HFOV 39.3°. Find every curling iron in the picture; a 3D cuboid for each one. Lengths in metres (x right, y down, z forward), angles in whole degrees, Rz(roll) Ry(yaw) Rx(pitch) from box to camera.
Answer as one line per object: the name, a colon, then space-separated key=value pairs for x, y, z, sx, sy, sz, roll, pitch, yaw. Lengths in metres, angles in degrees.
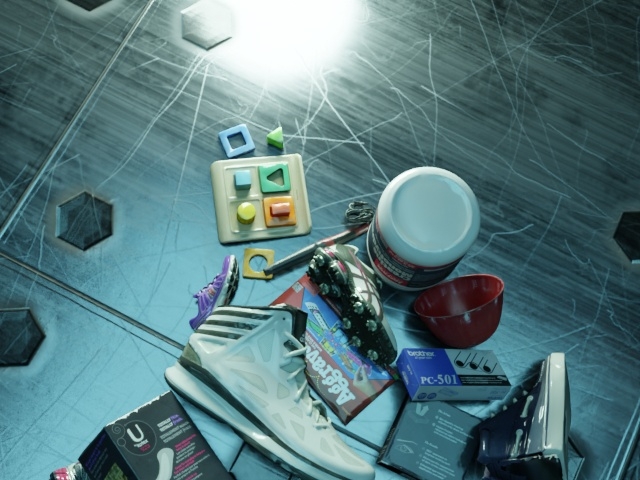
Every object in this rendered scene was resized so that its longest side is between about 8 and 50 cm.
curling iron: x=0.000 y=0.000 z=1.850 sx=0.274 sy=0.035 sz=0.068 roll=-32 pitch=85 yaw=-14

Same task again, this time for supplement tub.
supplement tub: x=0.192 y=-0.013 z=1.745 sx=0.191 sy=0.272 sz=0.191 roll=1 pitch=73 yaw=-3

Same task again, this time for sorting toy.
sorting toy: x=-0.125 y=-0.091 z=1.865 sx=0.196 sy=0.047 sz=0.348 roll=-7 pitch=74 yaw=-6

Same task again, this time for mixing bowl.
mixing bowl: x=0.284 y=0.149 z=1.773 sx=0.181 sy=0.181 sz=0.098 roll=-22 pitch=108 yaw=-10

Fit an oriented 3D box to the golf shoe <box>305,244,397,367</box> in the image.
golf shoe: x=0.089 y=0.118 z=1.778 sx=0.120 sy=0.105 sz=0.273 roll=-18 pitch=69 yaw=-38

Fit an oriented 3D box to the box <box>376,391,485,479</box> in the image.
box: x=0.211 y=0.387 z=1.719 sx=0.156 sy=0.093 sz=0.158 roll=25 pitch=74 yaw=4

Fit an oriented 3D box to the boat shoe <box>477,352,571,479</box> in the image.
boat shoe: x=0.384 y=0.326 z=1.686 sx=0.158 sy=0.340 sz=0.127 roll=-5 pitch=114 yaw=20

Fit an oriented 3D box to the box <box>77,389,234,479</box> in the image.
box: x=-0.280 y=0.438 z=1.614 sx=0.165 sy=0.143 sz=0.270 roll=-24 pitch=73 yaw=-47

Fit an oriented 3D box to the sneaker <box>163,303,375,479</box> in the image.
sneaker: x=-0.049 y=0.272 z=1.677 sx=0.447 sy=0.169 sz=0.257 roll=32 pitch=86 yaw=8

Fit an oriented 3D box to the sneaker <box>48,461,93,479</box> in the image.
sneaker: x=-0.392 y=0.543 z=1.623 sx=0.112 sy=0.121 sz=0.299 roll=-16 pitch=79 yaw=-30

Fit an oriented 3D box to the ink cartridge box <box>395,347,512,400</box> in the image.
ink cartridge box: x=0.257 y=0.258 z=1.730 sx=0.207 sy=0.046 sz=0.097 roll=4 pitch=39 yaw=-23

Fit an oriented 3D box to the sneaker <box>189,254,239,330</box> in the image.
sneaker: x=-0.214 y=0.103 z=1.790 sx=0.071 sy=0.068 sz=0.170 roll=21 pitch=77 yaw=11

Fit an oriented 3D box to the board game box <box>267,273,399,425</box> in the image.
board game box: x=0.010 y=0.215 z=1.793 sx=0.145 sy=0.027 sz=0.281 roll=-40 pitch=80 yaw=-13
